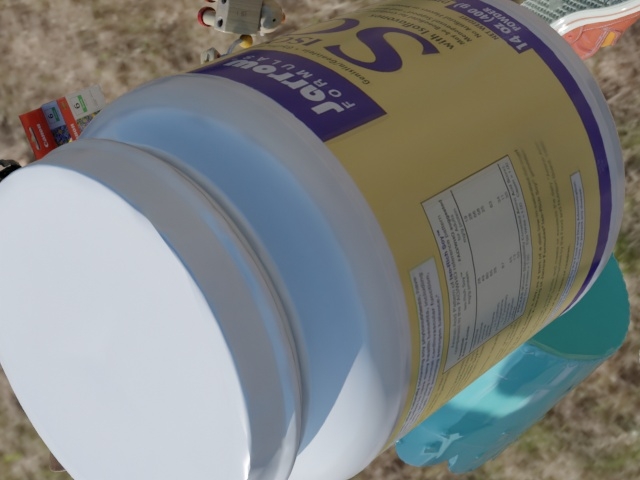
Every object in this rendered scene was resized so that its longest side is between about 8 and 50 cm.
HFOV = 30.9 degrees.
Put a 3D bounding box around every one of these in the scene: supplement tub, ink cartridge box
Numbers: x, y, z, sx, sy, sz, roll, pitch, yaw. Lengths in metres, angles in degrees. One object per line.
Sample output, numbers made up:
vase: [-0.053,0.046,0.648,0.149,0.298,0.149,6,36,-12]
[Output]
supplement tub: [0.000,0.000,0.674,0.241,0.331,0.241,21,124,35]
ink cartridge box: [-0.281,-0.130,1.297,0.029,0.115,0.062,-13,103,32]

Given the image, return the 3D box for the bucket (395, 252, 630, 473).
bucket: [0.137,0.055,1.081,0.281,0.281,0.183,50,129,10]

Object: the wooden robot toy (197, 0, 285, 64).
wooden robot toy: [-0.074,-0.244,1.191,0.076,0.079,0.173,34,117,52]

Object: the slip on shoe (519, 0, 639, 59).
slip on shoe: [0.396,-0.326,1.613,0.101,0.123,0.331,25,151,-29]

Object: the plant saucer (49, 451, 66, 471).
plant saucer: [-0.183,0.156,1.127,0.199,0.198,0.036,-20,101,45]

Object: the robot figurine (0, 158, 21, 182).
robot figurine: [-0.395,0.001,1.244,0.211,0.291,0.085,-41,78,11]
